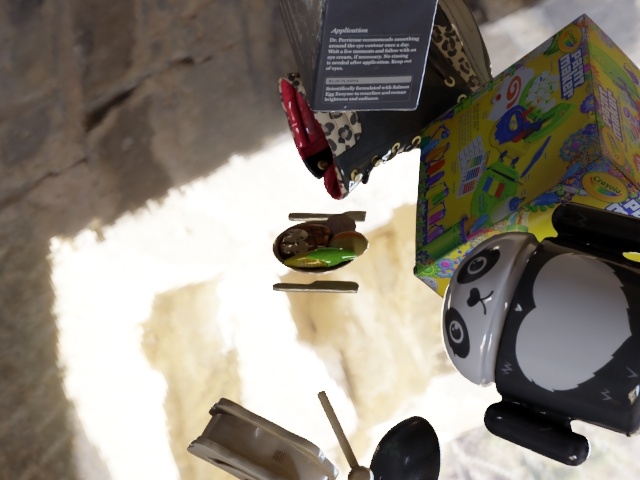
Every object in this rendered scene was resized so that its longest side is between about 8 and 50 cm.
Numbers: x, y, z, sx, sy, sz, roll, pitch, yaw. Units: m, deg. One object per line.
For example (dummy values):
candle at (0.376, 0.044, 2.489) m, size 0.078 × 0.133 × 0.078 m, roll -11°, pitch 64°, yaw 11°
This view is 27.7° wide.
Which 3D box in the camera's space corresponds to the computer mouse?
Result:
computer mouse at (0.119, 0.410, 2.050) m, size 0.072 × 0.188 × 0.272 m, roll 4°, pitch 101°, yaw -35°

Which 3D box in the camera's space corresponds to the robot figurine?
robot figurine at (0.256, 0.091, 1.283) m, size 0.209 × 0.278 × 0.174 m, roll -53°, pitch 152°, yaw -43°

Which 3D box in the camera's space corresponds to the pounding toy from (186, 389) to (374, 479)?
pounding toy at (-0.042, 0.295, 1.859) m, size 0.155 × 0.269 × 0.154 m, roll -60°, pitch 165°, yaw -20°

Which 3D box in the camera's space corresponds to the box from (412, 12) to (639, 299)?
box at (0.277, -0.074, 1.603) m, size 0.177 × 0.279 × 0.290 m, roll 38°, pitch 36°, yaw -25°

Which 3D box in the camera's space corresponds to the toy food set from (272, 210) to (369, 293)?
toy food set at (0.000, 0.000, 1.753) m, size 0.192 × 0.132 × 0.039 m, roll -82°, pitch 170°, yaw -56°

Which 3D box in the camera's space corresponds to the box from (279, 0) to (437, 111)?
box at (0.028, -0.211, 1.034) m, size 0.156 × 0.093 × 0.158 m, roll -107°, pitch -161°, yaw -47°

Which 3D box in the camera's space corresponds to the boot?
boot at (0.125, -0.138, 1.786) m, size 0.284 × 0.138 × 0.377 m, roll -32°, pitch 113°, yaw -20°
